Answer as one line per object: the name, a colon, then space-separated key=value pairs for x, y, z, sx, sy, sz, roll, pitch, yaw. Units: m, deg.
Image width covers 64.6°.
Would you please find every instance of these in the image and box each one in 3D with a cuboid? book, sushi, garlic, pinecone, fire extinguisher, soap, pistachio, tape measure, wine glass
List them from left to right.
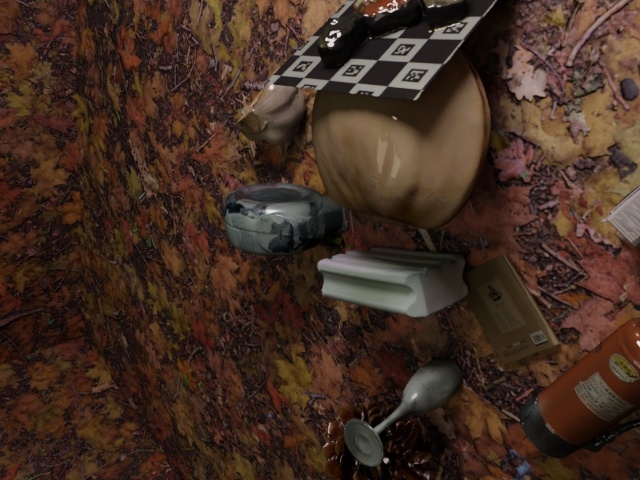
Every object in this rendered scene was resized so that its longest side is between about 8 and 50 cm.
garlic: x=-0.109 y=-0.328 z=1.287 sx=0.143 sy=0.178 sz=0.229 roll=37 pitch=154 yaw=-6
tape measure: x=-0.106 y=-0.051 z=1.276 sx=0.275 sy=0.256 sz=0.147 roll=16 pitch=115 yaw=37
pinecone: x=0.144 y=0.515 z=1.199 sx=0.264 sy=0.264 sz=0.264 roll=17 pitch=115 yaw=42
sushi: x=0.109 y=-0.396 z=0.883 sx=0.343 sy=0.359 sz=0.064 roll=21 pitch=155 yaw=40
soap: x=0.149 y=0.082 z=1.101 sx=0.289 sy=0.173 sz=0.095 roll=5 pitch=107 yaw=51
pistachio: x=0.140 y=-0.209 z=0.967 sx=0.365 sy=0.281 sz=0.445 roll=-45 pitch=50 yaw=32
wine glass: x=0.193 y=0.268 z=1.022 sx=0.096 sy=0.309 sz=0.264 roll=26 pitch=123 yaw=37
book: x=0.368 y=0.139 z=1.015 sx=0.138 sy=0.016 sz=0.199 roll=-39 pitch=74 yaw=47
fire extinguisher: x=0.519 y=0.240 z=0.846 sx=0.200 sy=0.113 sz=0.376 roll=20 pitch=129 yaw=-7

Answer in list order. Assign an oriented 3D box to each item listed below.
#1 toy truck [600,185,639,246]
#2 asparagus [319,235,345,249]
toy truck: x=0.532 y=0.020 z=0.723 sx=0.242 sy=0.125 sz=0.101 roll=53 pitch=135 yaw=22
asparagus: x=0.000 y=0.000 z=1.349 sx=0.165 sy=0.030 sz=0.036 roll=6 pitch=118 yaw=45
